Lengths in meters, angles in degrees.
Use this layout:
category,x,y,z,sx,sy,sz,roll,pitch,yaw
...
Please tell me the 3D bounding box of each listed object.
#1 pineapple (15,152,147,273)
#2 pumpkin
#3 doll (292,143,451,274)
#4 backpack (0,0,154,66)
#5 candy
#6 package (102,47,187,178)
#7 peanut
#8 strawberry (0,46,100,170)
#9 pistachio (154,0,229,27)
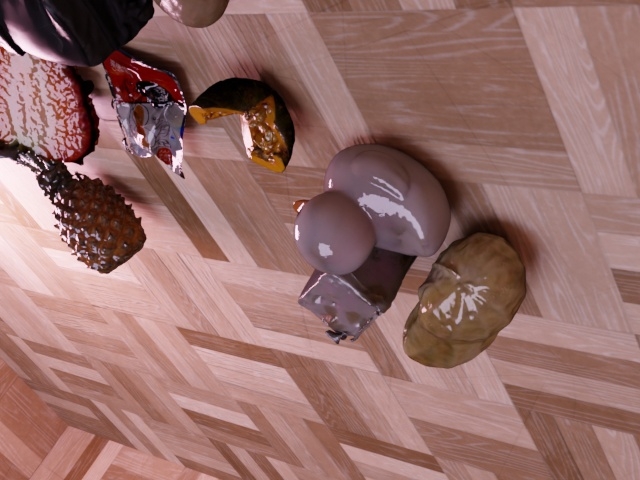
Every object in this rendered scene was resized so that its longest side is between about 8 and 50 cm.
category,x,y,z,sx,sy,sz,roll,pitch,yaw
pineapple,-0.527,-0.097,2.305,0.361,0.175,0.175,53,150,-5
pumpkin,-0.110,-0.200,1.734,0.183,0.108,0.119,38,160,-26
doll,0.072,-0.032,1.702,0.251,0.221,0.221,20,150,23
backpack,-0.449,-0.414,1.563,0.445,0.255,0.363,28,169,17
candy,0.065,0.059,1.874,0.137,0.195,0.185,33,149,-4
package,-0.308,-0.231,1.946,0.194,0.071,0.269,18,136,22
peanut,0.240,0.109,1.787,0.158,0.174,0.340,30,155,12
strawberry,-0.520,-0.290,2.032,0.233,0.138,0.306,13,125,-1
pistachio,-0.181,-0.367,1.533,0.185,0.126,0.108,70,175,-64
